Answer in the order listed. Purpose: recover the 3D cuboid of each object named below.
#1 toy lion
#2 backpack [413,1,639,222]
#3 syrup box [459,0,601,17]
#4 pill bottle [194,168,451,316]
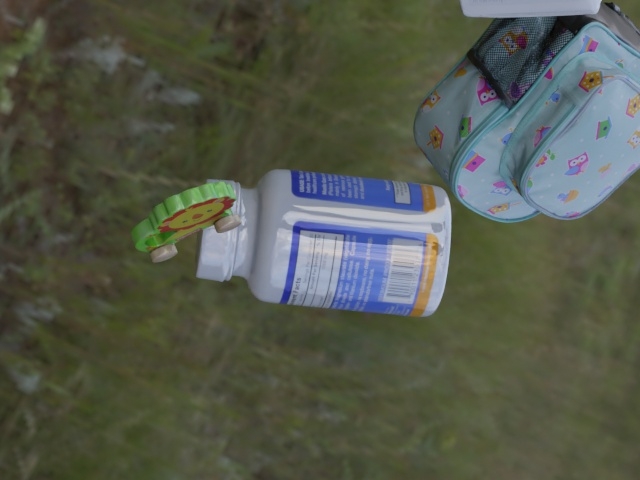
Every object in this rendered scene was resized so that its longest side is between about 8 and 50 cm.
[{"bbox_3d":[-0.114,-0.019,1.378,0.100,0.034,0.096,-25,167,11],"label":"toy lion"},{"bbox_3d":[0.175,-0.097,1.322,0.188,0.144,0.166,-40,148,21],"label":"backpack"},{"bbox_3d":[0.121,-0.263,1.035,0.093,0.096,0.237,-63,146,-45],"label":"syrup box"},{"bbox_3d":[0.000,0.000,1.861,0.152,0.272,0.152,-174,-90,-84],"label":"pill bottle"}]
